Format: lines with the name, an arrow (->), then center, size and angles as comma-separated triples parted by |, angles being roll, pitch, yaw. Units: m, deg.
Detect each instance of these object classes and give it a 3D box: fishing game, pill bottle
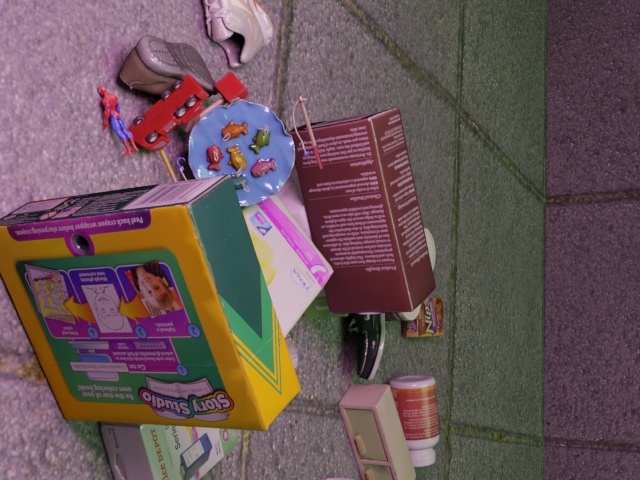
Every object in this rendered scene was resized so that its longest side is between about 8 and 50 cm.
fishing game -> -0.132, -0.147, 1.372 | 0.041, 0.264, 0.189 | -123, -165, -68
pill bottle -> 0.242, 0.461, 2.067 | 0.121, 0.121, 0.216 | -4, 90, -59

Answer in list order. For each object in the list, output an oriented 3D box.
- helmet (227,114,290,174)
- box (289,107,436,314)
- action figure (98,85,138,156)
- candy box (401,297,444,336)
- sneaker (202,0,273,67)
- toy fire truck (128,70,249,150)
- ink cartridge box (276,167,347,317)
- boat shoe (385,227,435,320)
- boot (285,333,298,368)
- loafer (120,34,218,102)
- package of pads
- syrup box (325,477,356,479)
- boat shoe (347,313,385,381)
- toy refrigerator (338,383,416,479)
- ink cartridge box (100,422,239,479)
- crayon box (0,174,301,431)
helmet -> -0.138, -0.169, 1.471 | 0.169, 0.161, 0.169 | 11, 77, -58
box -> 0.087, -0.054, 1.583 | 0.143, 0.191, 0.381 | -28, 110, -55
action figure -> -0.328, -0.192, 1.289 | 0.038, 0.030, 0.115 | -41, 116, -59
candy box -> 0.286, 0.213, 2.238 | 0.186, 0.053, 0.109 | 7, 81, -57
sneaker -> -0.181, -0.442, 1.505 | 0.262, 0.099, 0.121 | 55, 47, -39
toy fire truck -> -0.221, -0.220, 1.363 | 0.047, 0.192, 0.135 | 50, 6, 14
ink cartridge box -> 0.000, 0.000, 1.726 | 0.198, 0.114, 0.273 | -57, 132, -45
boat shoe -> 0.226, 0.088, 2.119 | 0.109, 0.091, 0.305 | 50, 44, -28
boot -> -0.136, 0.206, 1.520 | 0.258, 0.095, 0.123 | -8, 83, -64
loafer -> -0.260, -0.285, 1.378 | 0.094, 0.087, 0.251 | 62, 17, 11
package of pads -> -0.119, 0.065, 1.476 | 0.229, 0.101, 0.296 | 54, 39, -11
syrup box -> 0.052, 0.648, 1.753 | 0.093, 0.096, 0.237 | 42, 53, -49
boat shoe -> 0.106, 0.180, 1.911 | 0.114, 0.091, 0.302 | 125, -24, -65
toy refrigerator -> 0.135, 0.478, 1.907 | 0.094, 0.102, 0.269 | -46, 125, -51
ink cartridge box -> -0.240, 0.315, 1.312 | 0.212, 0.093, 0.154 | -31, 113, -54
crayon box -> -0.240, 0.092, 1.075 | 0.106, 0.363, 0.313 | -45, 124, -52
